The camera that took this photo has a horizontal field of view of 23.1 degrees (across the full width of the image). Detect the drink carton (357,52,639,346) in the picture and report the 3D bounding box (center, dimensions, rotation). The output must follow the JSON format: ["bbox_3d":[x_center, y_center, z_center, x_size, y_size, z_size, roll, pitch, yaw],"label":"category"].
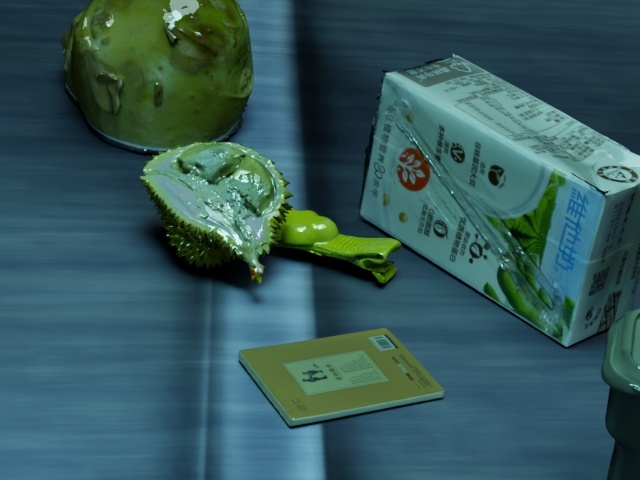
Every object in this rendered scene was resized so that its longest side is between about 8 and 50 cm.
[{"bbox_3d":[0.206,-0.053,1.729,0.132,0.194,0.324,-20,41,-39],"label":"drink carton"}]

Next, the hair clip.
[{"bbox_3d":[0.000,0.000,1.725,0.173,0.046,0.072,19,26,20],"label":"hair clip"}]

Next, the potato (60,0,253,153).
[{"bbox_3d":[-0.201,-0.257,1.976,0.246,0.196,0.299,-2,29,-22],"label":"potato"}]

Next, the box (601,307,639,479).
[{"bbox_3d":[0.368,0.185,1.368,0.274,0.178,0.138,15,29,9],"label":"box"}]

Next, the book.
[{"bbox_3d":[0.020,0.131,1.531,0.172,0.012,0.118,-7,33,-28],"label":"book"}]

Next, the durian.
[{"bbox_3d":[-0.097,-0.024,1.684,0.146,0.102,0.208,-22,50,-14],"label":"durian"}]
